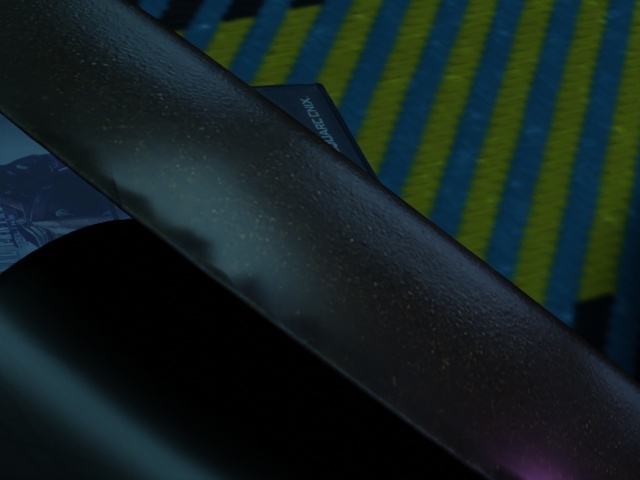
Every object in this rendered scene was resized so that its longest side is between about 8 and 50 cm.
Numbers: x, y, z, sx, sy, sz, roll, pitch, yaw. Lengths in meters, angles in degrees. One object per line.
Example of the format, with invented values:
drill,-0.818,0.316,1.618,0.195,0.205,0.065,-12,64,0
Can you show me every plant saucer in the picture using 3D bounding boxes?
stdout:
plant saucer,0.000,0.000,0.632,0.311,0.050,0.310,36,1,-1

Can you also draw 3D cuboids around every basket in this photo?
basket,0.001,0.119,0.576,0.227,0.204,0.154,33,86,20

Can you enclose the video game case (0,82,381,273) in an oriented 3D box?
video game case,-0.099,0.000,0.831,0.274,0.026,0.196,-4,37,-20
